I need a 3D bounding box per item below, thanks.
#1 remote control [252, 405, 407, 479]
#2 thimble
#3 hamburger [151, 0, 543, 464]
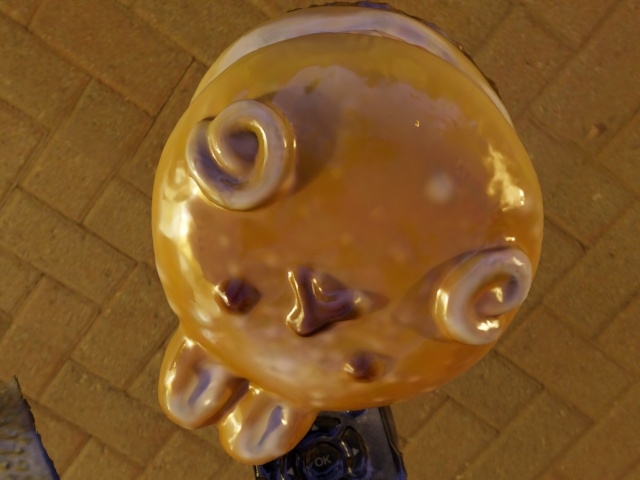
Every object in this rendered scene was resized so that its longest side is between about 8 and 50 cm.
[{"bbox_3d":[0.019,0.219,0.712,0.144,0.399,0.062,-15,154,0],"label":"remote control"},{"bbox_3d":[-0.384,0.311,1.006,0.150,0.271,0.271,-23,111,-22],"label":"thimble"},{"bbox_3d":[0.000,0.000,0.573,0.261,0.186,0.302,41,115,-14],"label":"hamburger"}]
